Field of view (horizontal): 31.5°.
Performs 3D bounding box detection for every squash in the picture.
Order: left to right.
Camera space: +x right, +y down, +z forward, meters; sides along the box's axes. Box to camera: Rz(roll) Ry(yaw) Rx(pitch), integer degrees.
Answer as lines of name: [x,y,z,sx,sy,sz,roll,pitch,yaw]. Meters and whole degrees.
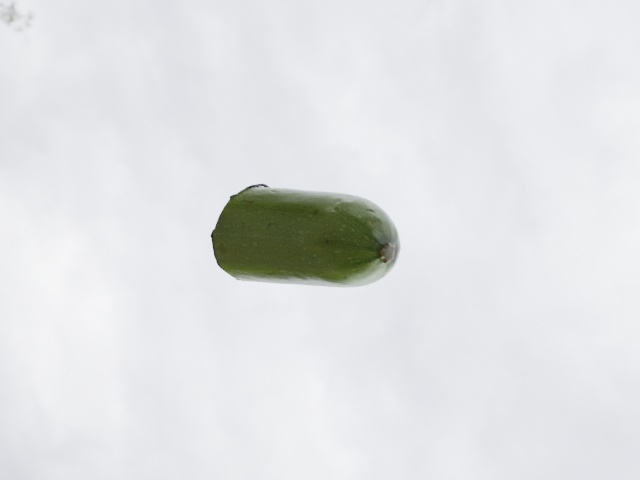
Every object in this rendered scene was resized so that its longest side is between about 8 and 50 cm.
squash: [0.000,0.000,0.991,0.188,0.095,0.095,6,-72,45]
